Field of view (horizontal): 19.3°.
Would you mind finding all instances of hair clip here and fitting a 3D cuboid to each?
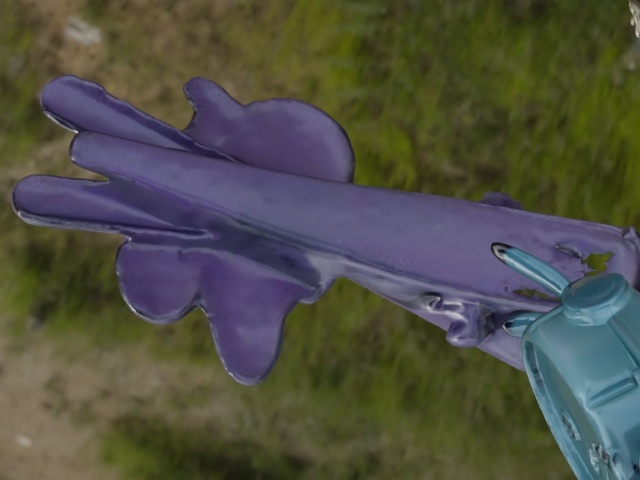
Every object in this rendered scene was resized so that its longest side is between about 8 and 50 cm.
[{"bbox_3d":[0.003,0.004,0.846,0.278,0.137,0.090,13,169,4],"label":"hair clip"}]

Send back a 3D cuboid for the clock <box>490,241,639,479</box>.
[{"bbox_3d":[0.112,0.061,0.712,0.045,0.147,0.108,-26,139,-6],"label":"clock"}]

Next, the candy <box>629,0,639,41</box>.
[{"bbox_3d":[0.262,-0.154,1.294,0.095,0.085,0.110,-25,128,-4],"label":"candy"}]
